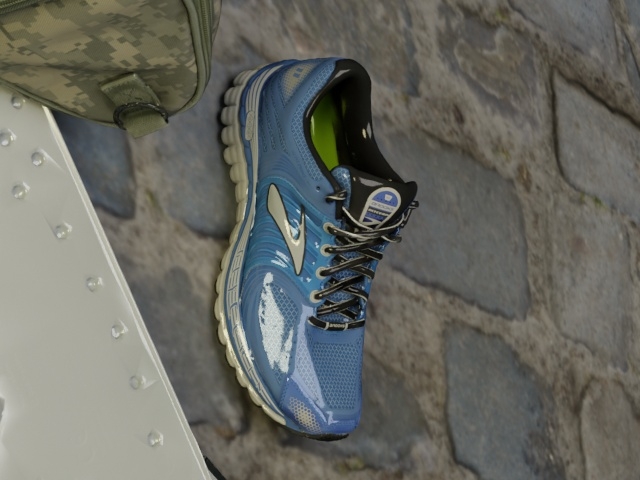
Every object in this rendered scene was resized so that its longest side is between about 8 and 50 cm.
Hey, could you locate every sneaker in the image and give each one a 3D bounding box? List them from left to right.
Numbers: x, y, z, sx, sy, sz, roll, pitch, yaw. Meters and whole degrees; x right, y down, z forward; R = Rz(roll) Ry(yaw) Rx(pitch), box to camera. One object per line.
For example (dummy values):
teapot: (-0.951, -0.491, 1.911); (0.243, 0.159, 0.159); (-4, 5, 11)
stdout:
sneaker: (0.000, 0.000, 0.995); (0.130, 0.147, 0.329); (3, 79, -46)

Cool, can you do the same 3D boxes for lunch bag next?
lunch bag: (-0.168, -0.252, 0.814); (0.256, 0.213, 0.305); (51, 30, -54)

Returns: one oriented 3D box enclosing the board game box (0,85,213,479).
board game box: (-0.264, 0.126, 0.740); (0.390, 0.050, 0.389); (-28, 97, -45)

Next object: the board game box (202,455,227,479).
board game box: (-0.075, 0.277, 0.938); (0.186, 0.026, 0.126); (54, 49, -23)
